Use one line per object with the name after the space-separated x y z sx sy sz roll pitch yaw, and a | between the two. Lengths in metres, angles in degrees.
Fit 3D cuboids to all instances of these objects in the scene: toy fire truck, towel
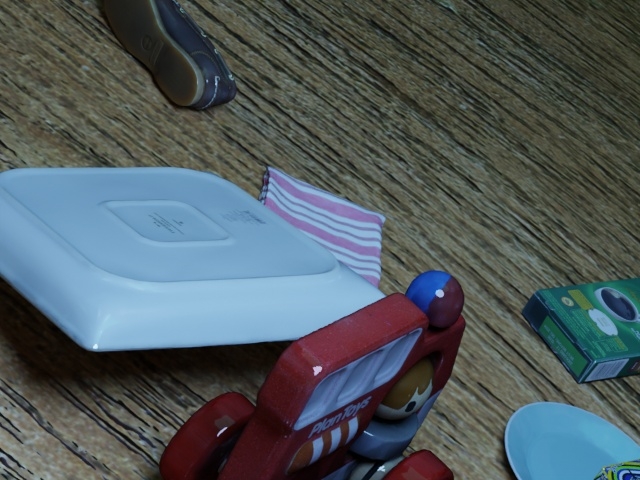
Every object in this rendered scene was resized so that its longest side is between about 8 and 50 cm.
0.025 0.145 1.668 0.169 0.254 0.302 43 35 20 | toy fire truck
0.000 0.000 2.051 0.144 0.029 0.197 23 33 -11 | towel

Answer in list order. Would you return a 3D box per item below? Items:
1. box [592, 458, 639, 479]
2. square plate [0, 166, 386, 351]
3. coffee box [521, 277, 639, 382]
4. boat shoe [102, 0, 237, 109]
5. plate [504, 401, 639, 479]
0.326 0.243 1.901 0.169 0.059 0.054 -6 50 -41 | box
-0.147 0.002 1.818 0.344 0.049 0.347 -3 25 -37 | square plate
0.320 0.097 2.154 0.184 0.040 0.113 -6 47 -41 | coffee box
-0.168 -0.223 2.189 0.073 0.073 0.207 -8 55 -45 | boat shoe
0.260 0.234 1.940 0.188 0.024 0.188 19 35 -14 | plate
